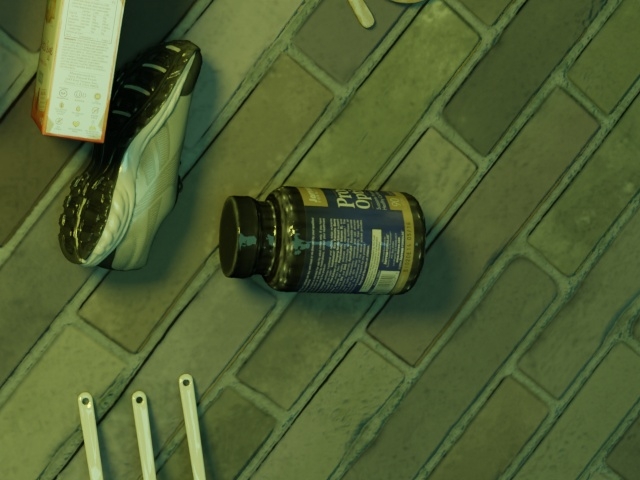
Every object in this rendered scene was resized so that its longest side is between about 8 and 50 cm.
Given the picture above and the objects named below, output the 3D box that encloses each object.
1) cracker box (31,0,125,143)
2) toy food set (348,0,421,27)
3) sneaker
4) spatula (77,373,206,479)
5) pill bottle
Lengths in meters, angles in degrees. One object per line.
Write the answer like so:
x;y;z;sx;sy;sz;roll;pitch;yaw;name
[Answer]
-0.247;-0.226;1.274;0.067;0.156;0.232;8;99;-19;cracker box
0.102;-0.338;1.421;0.192;0.038;0.132;-37;110;-7;toy food set
-0.194;-0.093;1.364;0.108;0.100;0.271;22;91;-46;sneaker
-0.200;0.284;1.430;0.168;0.019;0.242;-8;83;-14;spatula
0.000;0.000;1.419;0.219;0.123;0.122;2;101;-18;pill bottle
